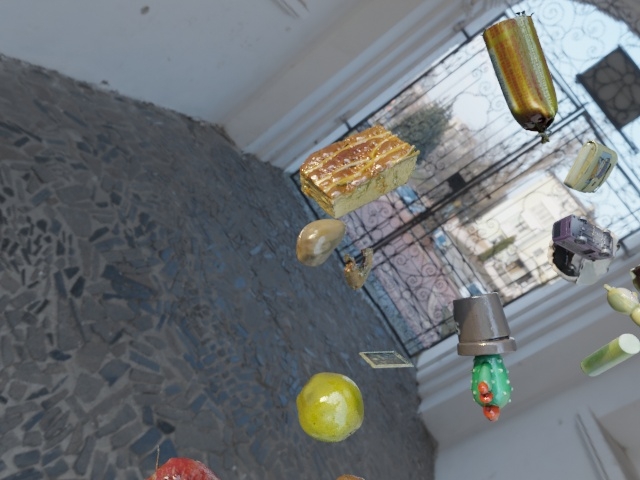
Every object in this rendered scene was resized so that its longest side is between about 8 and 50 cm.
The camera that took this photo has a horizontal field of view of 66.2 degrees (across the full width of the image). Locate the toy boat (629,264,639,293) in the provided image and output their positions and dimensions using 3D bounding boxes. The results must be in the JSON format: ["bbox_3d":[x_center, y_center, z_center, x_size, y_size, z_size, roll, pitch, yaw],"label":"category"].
[{"bbox_3d":[0.707,0.095,0.927,0.262,0.115,0.114,-81,162,-73],"label":"toy boat"}]

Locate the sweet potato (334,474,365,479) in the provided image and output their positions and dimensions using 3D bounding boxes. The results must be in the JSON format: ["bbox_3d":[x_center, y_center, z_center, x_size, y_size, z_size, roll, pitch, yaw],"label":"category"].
[{"bbox_3d":[0.077,0.927,1.860,0.219,0.051,0.065,0,47,-23],"label":"sweet potato"}]

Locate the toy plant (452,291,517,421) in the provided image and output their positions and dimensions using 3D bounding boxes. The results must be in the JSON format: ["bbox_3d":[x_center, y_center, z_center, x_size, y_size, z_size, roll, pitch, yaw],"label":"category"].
[{"bbox_3d":[0.538,0.377,1.589,0.279,0.186,0.399,109,-27,-79],"label":"toy plant"}]

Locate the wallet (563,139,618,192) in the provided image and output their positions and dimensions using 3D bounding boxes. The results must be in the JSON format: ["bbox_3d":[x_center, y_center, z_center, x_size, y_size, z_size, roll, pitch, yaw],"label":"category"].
[{"bbox_3d":[0.602,-0.157,1.085,0.155,0.110,0.039,0,29,-44],"label":"wallet"}]

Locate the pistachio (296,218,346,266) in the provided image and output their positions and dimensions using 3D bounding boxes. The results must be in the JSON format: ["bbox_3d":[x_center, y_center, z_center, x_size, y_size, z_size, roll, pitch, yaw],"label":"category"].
[{"bbox_3d":[0.000,0.000,1.491,0.124,0.185,0.124,47,-25,30],"label":"pistachio"}]

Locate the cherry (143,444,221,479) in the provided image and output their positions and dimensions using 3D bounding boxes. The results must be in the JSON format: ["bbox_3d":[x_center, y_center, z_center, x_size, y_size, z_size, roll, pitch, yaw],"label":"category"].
[{"bbox_3d":[-0.307,0.619,1.145,0.250,0.175,0.192,25,68,-11],"label":"cherry"}]

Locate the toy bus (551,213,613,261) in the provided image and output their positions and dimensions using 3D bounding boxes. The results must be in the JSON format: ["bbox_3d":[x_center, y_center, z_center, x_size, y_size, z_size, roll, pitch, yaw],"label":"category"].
[{"bbox_3d":[0.795,-0.005,1.487,0.179,0.098,0.086,24,64,-17],"label":"toy bus"}]

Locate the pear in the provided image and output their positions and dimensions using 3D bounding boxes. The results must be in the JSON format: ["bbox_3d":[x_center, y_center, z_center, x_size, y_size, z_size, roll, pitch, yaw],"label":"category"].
[{"bbox_3d":[0.027,0.479,1.417,0.198,0.198,0.198,47,19,-21],"label":"pear"}]

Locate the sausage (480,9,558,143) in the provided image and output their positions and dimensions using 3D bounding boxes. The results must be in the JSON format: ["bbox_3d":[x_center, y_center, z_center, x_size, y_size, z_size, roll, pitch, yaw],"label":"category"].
[{"bbox_3d":[0.506,-0.389,1.198,0.117,0.125,0.317,-19,88,-37],"label":"sausage"}]

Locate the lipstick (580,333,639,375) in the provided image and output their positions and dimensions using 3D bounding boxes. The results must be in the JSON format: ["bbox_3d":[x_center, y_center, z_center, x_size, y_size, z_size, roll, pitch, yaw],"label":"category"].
[{"bbox_3d":[1.019,0.412,1.739,0.304,0.076,0.076,85,-20,-62],"label":"lipstick"}]

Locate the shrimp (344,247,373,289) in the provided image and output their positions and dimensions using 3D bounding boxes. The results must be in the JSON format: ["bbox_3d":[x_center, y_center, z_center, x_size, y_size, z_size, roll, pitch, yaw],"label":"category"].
[{"bbox_3d":[0.111,0.074,1.445,0.052,0.132,0.187,17,-14,21],"label":"shrimp"}]

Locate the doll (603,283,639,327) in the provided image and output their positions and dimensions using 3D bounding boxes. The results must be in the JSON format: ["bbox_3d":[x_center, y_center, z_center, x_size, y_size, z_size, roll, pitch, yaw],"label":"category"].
[{"bbox_3d":[1.096,0.249,1.660,0.296,0.117,0.141,48,27,15],"label":"doll"}]

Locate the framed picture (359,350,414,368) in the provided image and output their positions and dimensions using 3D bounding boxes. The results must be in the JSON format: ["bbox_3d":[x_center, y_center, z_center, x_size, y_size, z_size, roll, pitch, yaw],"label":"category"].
[{"bbox_3d":[0.225,0.412,1.709,0.183,0.142,0.011,-168,-101,-79],"label":"framed picture"}]

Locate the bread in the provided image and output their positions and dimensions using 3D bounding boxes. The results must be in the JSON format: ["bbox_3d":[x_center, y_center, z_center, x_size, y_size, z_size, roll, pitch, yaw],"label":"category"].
[{"bbox_3d":[0.095,-0.184,1.273,0.185,0.275,0.114,46,-22,40],"label":"bread"}]

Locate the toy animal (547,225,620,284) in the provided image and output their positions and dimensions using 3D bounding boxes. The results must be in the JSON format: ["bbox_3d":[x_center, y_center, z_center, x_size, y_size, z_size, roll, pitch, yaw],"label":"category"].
[{"bbox_3d":[0.936,0.038,1.756,0.205,0.208,0.156,-3,31,-20],"label":"toy animal"}]
